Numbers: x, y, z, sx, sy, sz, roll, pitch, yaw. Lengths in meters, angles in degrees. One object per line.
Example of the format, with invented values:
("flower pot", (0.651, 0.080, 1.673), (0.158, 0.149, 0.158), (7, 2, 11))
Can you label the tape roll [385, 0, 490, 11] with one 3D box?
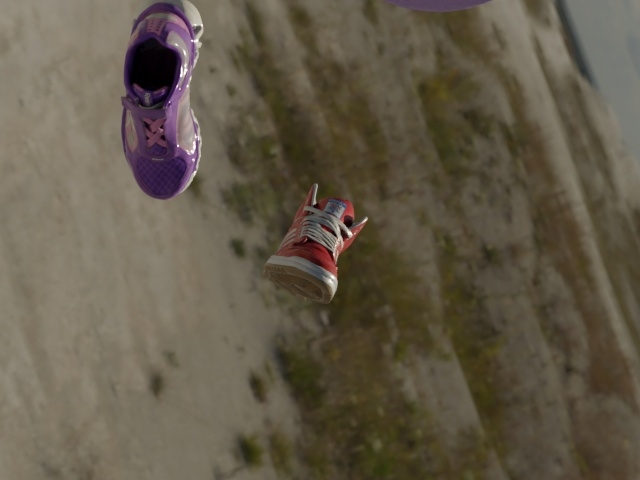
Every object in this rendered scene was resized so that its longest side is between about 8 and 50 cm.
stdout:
("tape roll", (0.131, -0.386, 1.450), (0.090, 0.274, 0.275), (-94, 158, -51))

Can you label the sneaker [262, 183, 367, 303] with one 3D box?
("sneaker", (0.000, 0.000, 0.788), (0.042, 0.067, 0.118), (35, -7, -7))

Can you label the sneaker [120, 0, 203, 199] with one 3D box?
("sneaker", (-0.185, -0.152, 1.522), (0.104, 0.095, 0.236), (-83, 177, -67))
